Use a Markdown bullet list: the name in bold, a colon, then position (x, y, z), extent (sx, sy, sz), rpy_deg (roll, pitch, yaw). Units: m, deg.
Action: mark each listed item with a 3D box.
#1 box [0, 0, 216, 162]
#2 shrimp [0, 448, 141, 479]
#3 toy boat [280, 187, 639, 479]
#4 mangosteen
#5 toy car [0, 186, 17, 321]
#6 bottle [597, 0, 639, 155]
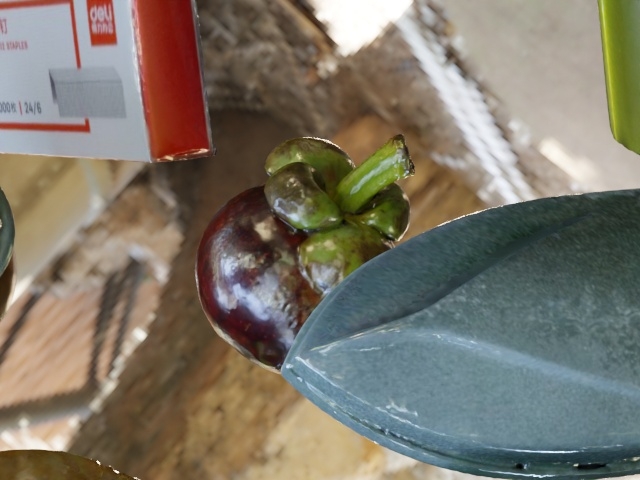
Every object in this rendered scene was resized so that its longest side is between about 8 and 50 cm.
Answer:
- **box**: position (-0.154, -0.112, 1.070), extent (0.229, 0.050, 0.123), rpy_deg (7, 106, 52)
- **shrimp**: position (-0.288, 0.253, 1.022), extent (0.272, 0.445, 0.085), rpy_deg (-126, 28, -52)
- **toy boat**: position (0.131, 0.046, 0.817), extent (0.092, 0.319, 0.141), rpy_deg (123, 139, -55)
- **mangosteen**: position (-0.010, 0.006, 1.162), extent (0.156, 0.146, 0.181), rpy_deg (49, 141, 23)
- **toy car**: position (-0.246, 0.019, 0.892), extent (0.145, 0.235, 0.235), rpy_deg (59, 156, -5)
- **bottle**: position (0.117, -0.165, 0.517), extent (0.082, 0.082, 0.286), rpy_deg (18, 127, 44)
